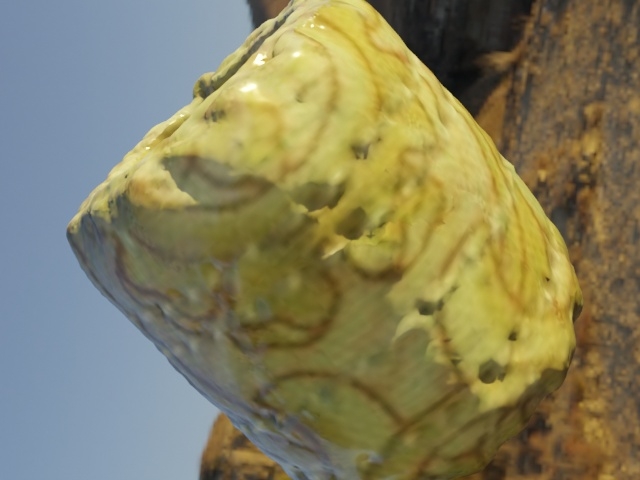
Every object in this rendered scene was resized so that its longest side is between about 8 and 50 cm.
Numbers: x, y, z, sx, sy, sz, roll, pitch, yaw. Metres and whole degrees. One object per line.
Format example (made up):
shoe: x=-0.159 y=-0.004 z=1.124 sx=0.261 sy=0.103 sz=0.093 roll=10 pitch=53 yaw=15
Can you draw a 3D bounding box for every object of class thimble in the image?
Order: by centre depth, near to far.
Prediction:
thimble: x=0.000 y=0.000 z=0.405 sx=0.137 sy=0.143 sz=0.190 roll=-44 pitch=12 yaw=0
